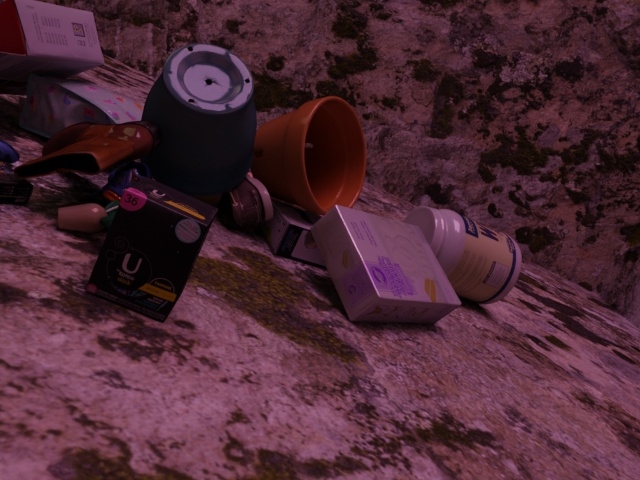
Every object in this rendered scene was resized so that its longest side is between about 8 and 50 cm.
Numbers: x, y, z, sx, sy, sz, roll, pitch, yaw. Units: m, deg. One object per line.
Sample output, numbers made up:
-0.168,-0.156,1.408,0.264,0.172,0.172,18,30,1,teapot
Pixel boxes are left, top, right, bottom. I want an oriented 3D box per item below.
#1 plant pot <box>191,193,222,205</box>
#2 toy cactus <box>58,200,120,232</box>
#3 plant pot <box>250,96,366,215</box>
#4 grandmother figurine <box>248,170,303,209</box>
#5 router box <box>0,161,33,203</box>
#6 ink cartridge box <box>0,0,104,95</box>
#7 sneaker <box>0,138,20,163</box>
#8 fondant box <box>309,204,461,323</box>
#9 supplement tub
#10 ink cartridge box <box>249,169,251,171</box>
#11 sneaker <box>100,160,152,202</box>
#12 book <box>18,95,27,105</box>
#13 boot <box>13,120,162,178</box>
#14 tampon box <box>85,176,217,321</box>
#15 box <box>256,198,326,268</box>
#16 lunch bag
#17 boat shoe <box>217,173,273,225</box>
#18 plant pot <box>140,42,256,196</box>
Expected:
-0.308,-0.149,1.341,0.095,0.134,0.134,-7,32,-34,plant pot
-0.346,-0.031,0.937,0.181,0.112,0.219,-1,27,-22,toy cactus
-0.041,-0.210,1.394,0.204,0.290,0.291,5,1,34,plant pot
-0.215,-0.167,1.607,0.343,0.104,0.207,29,-20,26,grandmother figurine
-0.548,-0.098,0.887,0.092,0.038,0.122,33,16,24,router box
-0.716,-0.435,1.256,0.310,0.129,0.272,-8,7,29,ink cartridge box
-0.613,-0.163,0.991,0.053,0.059,0.144,-1,-13,21,sneaker
0.154,0.063,1.251,0.331,0.096,0.238,9,48,-46,fondant box
0.409,0.043,1.656,0.325,0.235,0.235,20,15,-23,supplement tub
-0.223,-0.235,1.845,0.148,0.085,0.203,28,15,7,ink cartridge box
-0.381,-0.123,1.126,0.083,0.087,0.221,43,4,-25,sneaker
-0.764,-0.381,1.533,0.097,0.035,0.144,20,15,-12,book
-0.462,-0.148,1.020,0.265,0.096,0.280,0,23,9,boot
-0.239,0.010,0.794,0.121,0.160,0.101,24,14,-8,tampon box
0.000,0.000,1.398,0.290,0.087,0.169,18,16,-30,box
-0.543,-0.290,1.344,0.263,0.160,0.223,22,13,5,lunch bag
-0.223,-0.123,1.403,0.097,0.116,0.324,-20,31,-20,boat shoe
-0.258,-0.273,1.202,0.272,0.271,0.255,24,-29,-7,plant pot
